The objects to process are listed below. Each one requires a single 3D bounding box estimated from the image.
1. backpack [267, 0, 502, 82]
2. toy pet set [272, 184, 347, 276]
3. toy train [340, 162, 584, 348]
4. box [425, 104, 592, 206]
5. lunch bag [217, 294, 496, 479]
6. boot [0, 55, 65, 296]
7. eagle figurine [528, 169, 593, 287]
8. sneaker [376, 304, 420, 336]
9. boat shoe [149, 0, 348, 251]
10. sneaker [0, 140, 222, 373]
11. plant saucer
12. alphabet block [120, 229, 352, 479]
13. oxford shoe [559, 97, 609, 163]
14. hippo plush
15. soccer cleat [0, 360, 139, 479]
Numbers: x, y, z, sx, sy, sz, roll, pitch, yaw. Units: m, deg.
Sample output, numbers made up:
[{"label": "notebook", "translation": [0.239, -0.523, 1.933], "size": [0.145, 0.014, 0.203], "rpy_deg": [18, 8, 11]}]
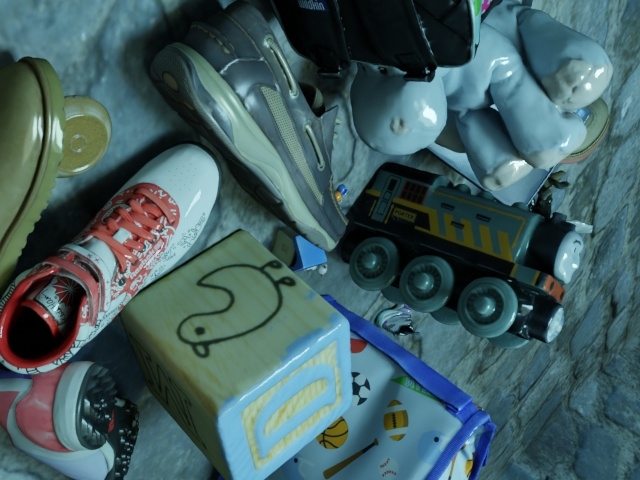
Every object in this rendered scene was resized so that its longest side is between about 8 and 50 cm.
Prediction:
[{"label": "backpack", "translation": [0.044, -0.286, 0.635], "size": [0.191, 0.225, 0.253], "rpy_deg": [-65, 148, -22]}, {"label": "toy pet set", "translation": [0.000, 0.000, 0.995], "size": [0.114, 0.065, 0.122], "rpy_deg": [-14, 131, -44]}, {"label": "toy train", "translation": [0.183, 0.016, 1.012], "size": [0.142, 0.333, 0.190], "rpy_deg": [27, 85, -54]}, {"label": "box", "translation": [0.248, -0.170, 1.052], "size": [0.232, 0.059, 0.183], "rpy_deg": [31, 98, -28]}, {"label": "lunch bag", "translation": [0.055, 0.319, 1.128], "size": [0.238, 0.327, 0.386], "rpy_deg": [-10, 126, -50]}, {"label": "boot", "translation": [-0.337, -0.038, 0.529], "size": [0.269, 0.089, 0.236], "rpy_deg": [0, 121, -49]}, {"label": "eagle figurine", "translation": [0.330, 0.013, 1.305], "size": [0.225, 0.226, 0.299], "rpy_deg": [-32, 142, -62]}, {"label": "sneaker", "translation": [0.153, 0.141, 1.313], "size": [0.098, 0.069, 0.038], "rpy_deg": [-29, 141, -31]}, {"label": "boat shoe", "translation": [-0.032, -0.106, 0.795], "size": [0.130, 0.132, 0.355], "rpy_deg": [-48, 148, -6]}, {"label": "sneaker", "translation": [-0.191, 0.014, 0.697], "size": [0.270, 0.090, 0.145], "rpy_deg": [-46, -173, -4]}, {"label": "plant saucer", "translation": [-0.224, -0.090, 0.680], "size": [0.083, 0.015, 0.083], "rpy_deg": [-32, 143, -28]}, {"label": "alphabet block", "translation": [-0.094, 0.143, 0.897], "size": [0.192, 0.197, 0.194], "rpy_deg": [-34, 143, -27]}, {"label": "oxford shoe", "translation": [0.367, -0.198, 1.203], "size": [0.348, 0.123, 0.130], "rpy_deg": [-24, 136, -36]}, {"label": "hippo plush", "translation": [0.158, -0.193, 0.818], "size": [0.236, 0.234, 0.295], "rpy_deg": [-7, 113, -38]}, {"label": "soccer cleat", "translation": [-0.281, 0.213, 0.844], "size": [0.318, 0.116, 0.109], "rpy_deg": [96, 0, -60]}]
